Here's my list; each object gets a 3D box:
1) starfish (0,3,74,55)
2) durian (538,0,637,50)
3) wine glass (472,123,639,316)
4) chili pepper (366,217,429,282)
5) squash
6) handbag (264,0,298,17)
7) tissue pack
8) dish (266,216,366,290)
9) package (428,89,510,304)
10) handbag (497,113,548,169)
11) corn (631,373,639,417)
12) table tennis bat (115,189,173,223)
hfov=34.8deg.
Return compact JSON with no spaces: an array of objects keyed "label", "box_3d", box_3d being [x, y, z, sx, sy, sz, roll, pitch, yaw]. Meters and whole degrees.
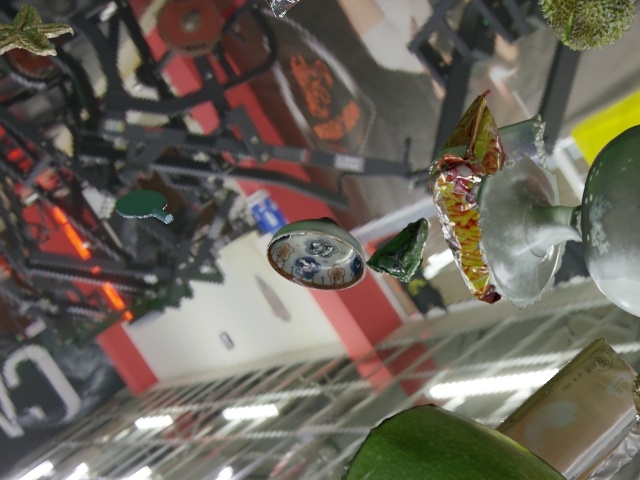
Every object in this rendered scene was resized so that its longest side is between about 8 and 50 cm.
[{"label":"starfish","box_3d":[-0.556,-0.364,1.802,0.231,0.048,0.295,-17,-143,-12]},{"label":"durian","box_3d":[0.466,-0.432,1.785,0.159,0.198,0.146,-3,-152,44]},{"label":"wine glass","box_3d":[0.361,-0.020,1.176,0.323,0.238,0.238,1,-151,44]},{"label":"chili pepper","box_3d":[0.178,0.018,2.248,0.216,0.108,0.062,-49,154,-44]},{"label":"squash","box_3d":[0.215,0.356,1.213,0.310,0.310,0.309,-36,-167,-31]},{"label":"handbag","box_3d":[-0.090,-0.526,1.867,0.088,0.211,0.254,-35,-170,-16]},{"label":"tissue pack","box_3d":[0.416,0.356,1.707,0.305,0.238,0.238,-38,-175,-17]},{"label":"dish","box_3d":[0.000,0.000,1.420,0.141,0.141,0.078,-29,-142,44]},{"label":"package","box_3d":[0.241,-0.071,1.593,0.108,0.288,0.223,3,-138,26]},{"label":"handbag","box_3d":[0.356,-0.160,1.940,0.173,0.117,0.095,-18,-163,14]},{"label":"corn","box_3d":[0.565,0.177,1.311,0.321,0.119,0.119,-15,-175,2]},{"label":"table tennis bat","box_3d":[-0.351,-0.067,2.066,0.100,0.019,0.155,-30,-142,-35]}]
